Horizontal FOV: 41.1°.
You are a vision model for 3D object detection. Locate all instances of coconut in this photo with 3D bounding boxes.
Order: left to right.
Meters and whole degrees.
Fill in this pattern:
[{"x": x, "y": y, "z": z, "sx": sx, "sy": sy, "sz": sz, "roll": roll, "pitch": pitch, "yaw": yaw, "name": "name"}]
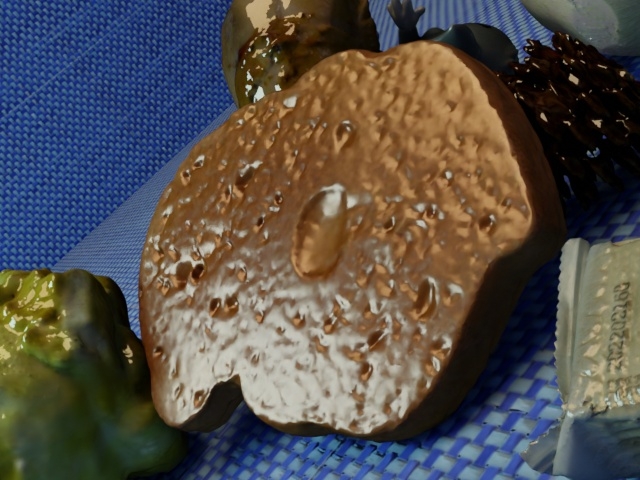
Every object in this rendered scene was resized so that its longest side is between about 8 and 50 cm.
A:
[{"x": 0.333, "y": -0.301, "z": 0.919, "sx": 0.224, "sy": 0.224, "sz": 0.234, "roll": -41, "pitch": 46, "yaw": -6, "name": "coconut"}]

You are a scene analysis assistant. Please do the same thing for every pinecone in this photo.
[{"x": 0.208, "y": -0.093, "z": 0.763, "sx": 0.165, "sy": 0.163, "sz": 0.163, "roll": -46, "pitch": 14, "yaw": 24, "name": "pinecone"}]

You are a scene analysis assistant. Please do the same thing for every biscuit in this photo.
[{"x": 0.001, "y": 0.000, "z": 0.764, "sx": 0.455, "sy": 0.078, "sz": 0.350, "roll": -7, "pitch": 74, "yaw": 40, "name": "biscuit"}, {"x": 0.257, "y": 0.033, "z": 0.439, "sx": 0.309, "sy": 0.079, "sz": 0.186, "roll": -23, "pitch": 37, "yaw": 45, "name": "biscuit"}]

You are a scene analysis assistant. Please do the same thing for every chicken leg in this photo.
[{"x": -0.023, "y": -0.100, "z": 0.985, "sx": 0.181, "sy": 0.410, "sz": 0.295, "roll": -4, "pitch": -21, "yaw": -29, "name": "chicken leg"}]

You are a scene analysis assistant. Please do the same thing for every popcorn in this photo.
[{"x": -0.311, "y": 0.189, "z": 0.914, "sx": 0.312, "sy": 0.312, "sz": 0.312, "roll": -35, "pitch": 18, "yaw": 13, "name": "popcorn"}]

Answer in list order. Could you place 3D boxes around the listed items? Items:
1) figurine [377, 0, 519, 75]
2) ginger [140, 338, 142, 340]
[{"x": 0.120, "y": -0.196, "z": 1.023, "sx": 0.265, "sy": 0.193, "sz": 0.140, "roll": -17, "pitch": 47, "yaw": 33, "name": "figurine"}, {"x": -0.251, "y": 0.183, "z": 1.128, "sx": 0.333, "sy": 0.081, "sz": 0.148, "roll": -43, "pitch": 2, "yaw": -15, "name": "ginger"}]
